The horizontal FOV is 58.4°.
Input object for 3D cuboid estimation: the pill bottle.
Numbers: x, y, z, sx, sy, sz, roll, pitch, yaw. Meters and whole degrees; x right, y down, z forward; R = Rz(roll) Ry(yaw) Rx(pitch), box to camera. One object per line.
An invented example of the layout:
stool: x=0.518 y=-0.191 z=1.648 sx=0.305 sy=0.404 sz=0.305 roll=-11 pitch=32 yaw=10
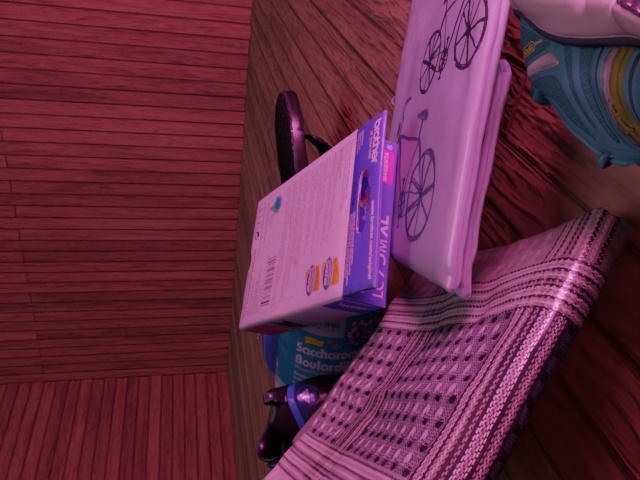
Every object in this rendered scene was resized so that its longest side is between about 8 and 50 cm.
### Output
pill bottle: x=0.012 y=0.115 z=0.836 sx=0.146 sy=0.146 sz=0.264 roll=-118 pitch=30 yaw=-62

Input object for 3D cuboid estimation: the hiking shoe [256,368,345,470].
hiking shoe: x=-0.020 y=0.269 z=0.754 sx=0.113 sy=0.132 sz=0.304 roll=-102 pitch=15 yaw=-49

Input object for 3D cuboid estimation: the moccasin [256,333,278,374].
moccasin: x=-0.037 y=0.094 z=1.132 sx=0.117 sy=0.138 sz=0.341 roll=161 pitch=122 yaw=-80

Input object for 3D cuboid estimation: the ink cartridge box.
ink cartridge box: x=0.000 y=0.000 z=0.657 sx=0.311 sy=0.065 sz=0.185 roll=-29 pitch=51 yaw=58

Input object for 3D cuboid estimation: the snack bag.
snack bag: x=0.114 y=-0.139 z=0.554 sx=0.323 sy=0.037 sz=0.342 roll=-129 pitch=48 yaw=-83

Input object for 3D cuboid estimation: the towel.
towel: x=0.064 y=0.119 z=0.467 sx=0.312 sy=0.056 sz=0.324 roll=-53 pitch=4 yaw=-16

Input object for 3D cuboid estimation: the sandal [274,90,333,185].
sandal: x=0.004 y=-0.043 z=1.012 sx=0.167 sy=0.107 sz=0.445 roll=170 pitch=87 yaw=-75

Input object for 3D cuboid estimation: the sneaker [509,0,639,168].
sneaker: x=0.188 y=-0.084 z=0.296 sx=0.275 sy=0.107 sz=0.109 roll=-105 pitch=1 yaw=-59
